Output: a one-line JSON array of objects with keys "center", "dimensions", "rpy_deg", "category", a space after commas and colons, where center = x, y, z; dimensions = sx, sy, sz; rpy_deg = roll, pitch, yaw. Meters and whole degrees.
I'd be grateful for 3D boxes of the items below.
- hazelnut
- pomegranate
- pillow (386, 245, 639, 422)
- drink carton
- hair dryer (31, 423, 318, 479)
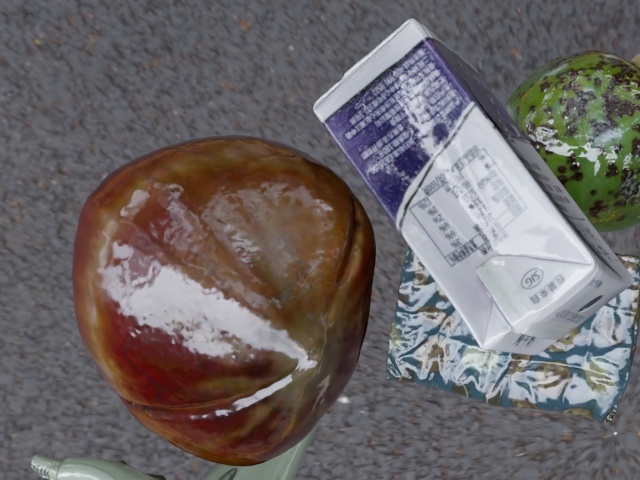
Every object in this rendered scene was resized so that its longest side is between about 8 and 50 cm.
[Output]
[{"center": [-0.060, 0.047, 0.857], "dimensions": [0.229, 0.229, 0.229], "rpy_deg": [-2, 81, 13], "category": "hazelnut"}, {"center": [0.371, -0.141, 1.606], "dimensions": [0.270, 0.254, 0.254], "rpy_deg": [-45, 74, 2], "category": "pomegranate"}, {"center": [0.204, 0.085, 1.286], "dimensions": [0.255, 0.034, 0.189], "rpy_deg": [10, 103, 9], "category": "pillow"}, {"center": [0.112, -0.032, 0.868], "dimensions": [0.102, 0.134, 0.222], "rpy_deg": [-39, 69, 13], "category": "drink carton"}, {"center": [-0.093, 0.178, 1.000], "dimensions": [0.219, 0.088, 0.225], "rpy_deg": [-36, 46, -25], "category": "hair dryer"}]
